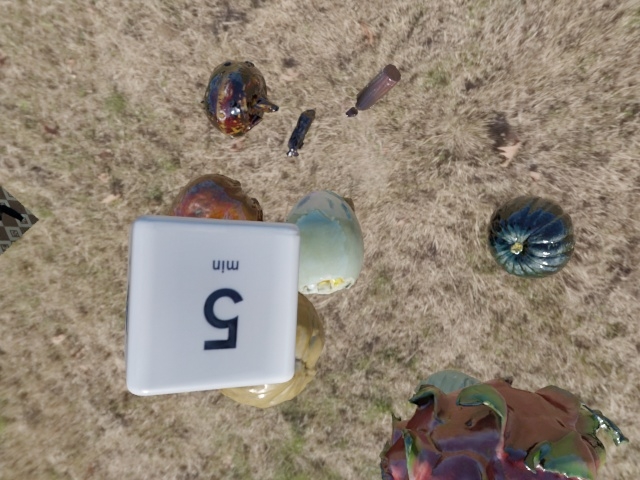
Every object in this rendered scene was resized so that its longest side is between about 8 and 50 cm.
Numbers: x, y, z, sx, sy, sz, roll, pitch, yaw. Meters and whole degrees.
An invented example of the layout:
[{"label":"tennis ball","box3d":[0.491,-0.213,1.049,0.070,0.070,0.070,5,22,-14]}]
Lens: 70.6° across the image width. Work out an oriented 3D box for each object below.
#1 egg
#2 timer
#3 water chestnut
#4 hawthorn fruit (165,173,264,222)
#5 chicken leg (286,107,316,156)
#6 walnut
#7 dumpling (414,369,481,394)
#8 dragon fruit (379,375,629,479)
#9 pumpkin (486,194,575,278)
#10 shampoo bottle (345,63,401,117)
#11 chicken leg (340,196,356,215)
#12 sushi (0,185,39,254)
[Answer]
[{"label":"egg","box3d":[0.000,0.000,1.475,0.278,0.278,0.337,-13,76,19]},{"label":"timer","box3d":[-0.147,0.070,0.590,0.194,0.192,0.195,3,90,-25]},{"label":"water chestnut","box3d":[-0.300,-0.544,1.751,0.299,0.300,0.300,4,104,16]},{"label":"hawthorn fruit","box3d":[-0.277,-0.045,1.173,0.261,0.258,0.258,-30,93,21]},{"label":"chicken leg","box3d":[-0.074,-0.430,1.771,0.063,0.105,0.234,25,91,-5]},{"label":"walnut","box3d":[-0.118,0.178,0.840,0.257,0.257,0.225,30,79,8]},{"label":"dumpling","box3d":[0.387,0.461,1.341,0.219,0.153,0.108,-10,119,27]},{"label":"dragon fruit","box3d":[0.147,0.170,0.329,0.235,0.135,0.137,12,75,-27]},{"label":"pumpkin","box3d":[0.539,-0.008,1.166,0.220,0.161,0.221,29,132,37]},{"label":"shampoo bottle","box3d":[0.165,-0.473,1.465,0.236,0.068,0.067,-32,70,57]},{"label":"chicken leg","box3d":[0.105,-0.044,1.674,0.087,0.107,0.252,-16,106,5]},{"label":"sushi","box3d":[-0.530,-0.041,0.711,0.026,0.126,0.120,-31,116,14]}]
